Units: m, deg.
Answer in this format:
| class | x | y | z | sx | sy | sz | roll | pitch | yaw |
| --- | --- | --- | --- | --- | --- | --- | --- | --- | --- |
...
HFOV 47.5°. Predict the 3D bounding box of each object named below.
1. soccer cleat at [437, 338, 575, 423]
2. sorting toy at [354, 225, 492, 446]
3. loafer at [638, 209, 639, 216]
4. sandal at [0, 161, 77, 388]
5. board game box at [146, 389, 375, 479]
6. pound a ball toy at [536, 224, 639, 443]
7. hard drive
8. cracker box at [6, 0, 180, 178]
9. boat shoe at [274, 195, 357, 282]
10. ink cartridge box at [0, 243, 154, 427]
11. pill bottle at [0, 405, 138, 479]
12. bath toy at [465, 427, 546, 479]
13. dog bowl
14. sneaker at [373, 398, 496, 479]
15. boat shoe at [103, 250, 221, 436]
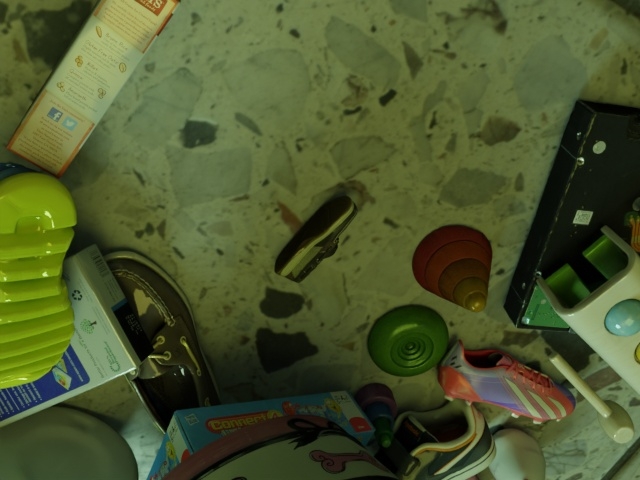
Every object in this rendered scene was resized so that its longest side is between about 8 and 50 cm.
| class | x | y | z | sx | sy | sz | roll | pitch | yaw |
| --- | --- | --- | --- | --- | --- | --- | --- | --- | --- |
| soccer cleat | 0.304 | 0.222 | 1.151 | 0.247 | 0.083 | 0.095 | 13 | 112 | -13 |
| sorting toy | 0.153 | 0.161 | 1.064 | 0.127 | 0.126 | 0.366 | 17 | 114 | -18 |
| loafer | 0.492 | -0.038 | 0.975 | 0.147 | 0.056 | 0.050 | 4 | 118 | -22 |
| sandal | -0.357 | 0.037 | 0.843 | 0.126 | 0.138 | 0.318 | -3 | 126 | -39 |
| board game box | -0.112 | 0.374 | 1.093 | 0.308 | 0.086 | 0.302 | 3 | 124 | -38 |
| pound a ball toy | 0.430 | 0.163 | 1.029 | 0.208 | 0.136 | 0.319 | -42 | 116 | 14 |
| hard drive | 0.423 | -0.019 | 1.039 | 0.236 | 0.064 | 0.339 | 5 | 118 | -11 |
| cracker box | -0.237 | -0.198 | 0.784 | 0.067 | 0.156 | 0.232 | 32 | 110 | -23 |
| boat shoe | 0.000 | 0.000 | 0.995 | 0.049 | 0.056 | 0.152 | 33 | 119 | -29 |
| ink cartridge box | -0.398 | 0.145 | 0.961 | 0.332 | 0.065 | 0.166 | -24 | 99 | 16 |
| pill bottle | -0.440 | 0.463 | 1.088 | 0.224 | 0.224 | 0.392 | 20 | 114 | -19 |
| bath toy | 0.237 | 0.460 | 1.244 | 0.348 | 0.129 | 0.151 | -34 | 118 | 10 |
| dog bowl | -0.075 | 0.400 | 0.963 | 0.407 | 0.150 | 0.408 | -21 | 137 | -21 |
| sneaker | 0.127 | 0.362 | 1.162 | 0.321 | 0.126 | 0.128 | -32 | 119 | -13 |
| boat shoe | -0.226 | 0.164 | 1.024 | 0.116 | 0.097 | 0.325 | -17 | 120 | 2 |
